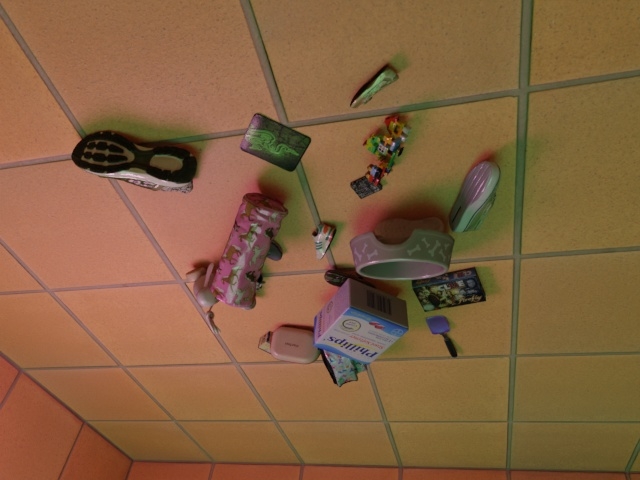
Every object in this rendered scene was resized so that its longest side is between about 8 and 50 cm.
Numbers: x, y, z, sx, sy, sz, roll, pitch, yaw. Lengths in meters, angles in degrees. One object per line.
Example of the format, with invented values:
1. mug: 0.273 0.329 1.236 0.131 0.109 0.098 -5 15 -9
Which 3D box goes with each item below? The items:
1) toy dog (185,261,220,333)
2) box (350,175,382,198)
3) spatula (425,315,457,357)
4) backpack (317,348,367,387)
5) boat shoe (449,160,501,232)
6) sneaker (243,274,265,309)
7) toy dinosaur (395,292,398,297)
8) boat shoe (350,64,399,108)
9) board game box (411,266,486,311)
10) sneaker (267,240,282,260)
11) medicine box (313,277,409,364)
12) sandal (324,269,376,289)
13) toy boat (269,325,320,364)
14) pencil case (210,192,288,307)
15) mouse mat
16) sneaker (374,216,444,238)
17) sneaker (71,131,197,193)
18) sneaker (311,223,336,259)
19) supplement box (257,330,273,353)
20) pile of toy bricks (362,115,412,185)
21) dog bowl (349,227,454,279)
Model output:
1. toy dog: -0.402 0.182 1.924 0.161 0.334 0.220 -27 121 -15
2. box: 0.148 -0.176 1.627 0.083 0.018 0.067 -24 128 29
3. spatula: 0.540 0.421 2.176 0.084 0.030 0.296 -17 130 22
4. backpack: 0.085 0.473 2.170 0.191 0.225 0.253 -26 125 3
5. boat shoe: 0.495 -0.134 1.572 0.094 0.109 0.302 -1 147 -12
6. sneaker: -0.276 0.182 2.005 0.115 0.105 0.281 4 136 5
7. toy dinosaur: 0.215 0.274 2.052 0.212 0.064 0.112 -3 134 12
8. boat shoe: 0.142 -0.406 1.365 0.048 0.056 0.153 37 122 -21
9. board game box: 0.493 0.192 1.937 0.243 0.042 0.165 -15 131 23
10. sneaker: -0.233 0.027 1.841 0.083 0.098 0.224 -28 125 32
11. medicine box: 0.151 0.321 1.955 0.264 0.149 0.289 22 130 -17
12. sandal: 0.120 0.159 1.952 0.219 0.060 0.090 20 132 -6
13. toy boat: -0.106 0.475 2.278 0.231 0.151 0.151 8 170 9
14. pencil case: -0.239 0.030 1.694 0.160 0.167 0.386 20 107 -6
15. mouse mat: -0.141 -0.298 1.557 0.190 0.007 0.152 23 135 -13
16. sneaker: 0.303 -0.020 1.724 0.235 0.090 0.095 1 151 13
17. sneaker: -0.594 -0.220 1.628 0.410 0.158 0.182 14 154 2
18. sneaker: 0.000 0.000 1.818 0.075 0.057 0.161 29 137 4
19. supplement box: -0.231 0.476 2.338 0.083 0.056 0.083 32 132 -22
20. pile of toy bricks: 0.173 -0.268 1.482 0.105 0.118 0.212 39 148 15
21. dog bowl: 0.271 0.055 1.686 0.349 0.102 0.349 1 165 0
